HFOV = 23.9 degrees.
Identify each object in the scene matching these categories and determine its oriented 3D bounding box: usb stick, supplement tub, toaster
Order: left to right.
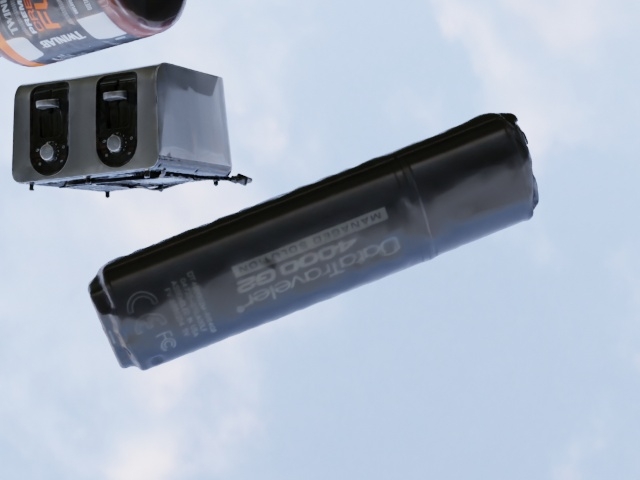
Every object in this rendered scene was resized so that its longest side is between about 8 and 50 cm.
[{"bbox_3d":[-0.210,-0.200,1.237,0.198,0.106,0.106,-10,-142,37],"label":"supplement tub"},{"bbox_3d":[-0.185,-0.104,1.485,0.168,0.185,0.110,-4,-94,25],"label":"toaster"},{"bbox_3d":[0.000,0.000,0.907,0.278,0.077,0.045,-22,-150,-6],"label":"usb stick"}]
